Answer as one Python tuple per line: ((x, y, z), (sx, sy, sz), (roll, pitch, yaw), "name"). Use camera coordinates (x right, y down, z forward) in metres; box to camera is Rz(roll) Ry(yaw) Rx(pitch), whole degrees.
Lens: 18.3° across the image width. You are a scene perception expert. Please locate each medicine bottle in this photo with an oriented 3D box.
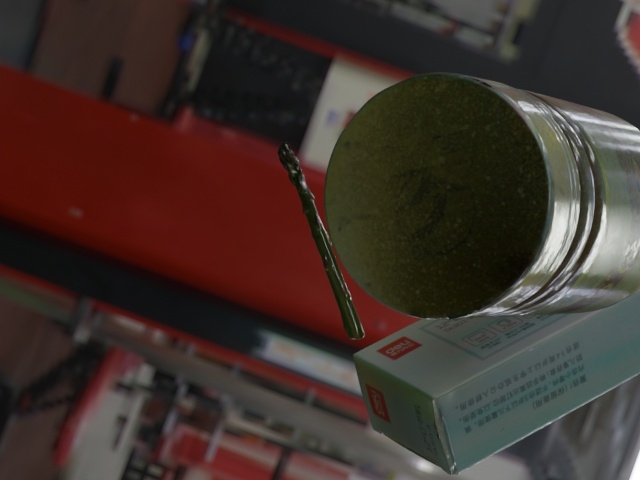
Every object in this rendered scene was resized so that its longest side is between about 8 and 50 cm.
((0.136, -0.024, 1.338), (0.322, 0.151, 0.151), (2, 110, -65), "medicine bottle")

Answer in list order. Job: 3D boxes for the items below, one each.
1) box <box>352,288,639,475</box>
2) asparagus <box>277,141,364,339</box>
((0.175, 0.091, 1.671), (0.135, 0.269, 0.079), (24, -45, 56), "box")
((0.000, 0.000, 2.327), (0.024, 0.025, 0.248), (-21, 90, -66), "asparagus")
